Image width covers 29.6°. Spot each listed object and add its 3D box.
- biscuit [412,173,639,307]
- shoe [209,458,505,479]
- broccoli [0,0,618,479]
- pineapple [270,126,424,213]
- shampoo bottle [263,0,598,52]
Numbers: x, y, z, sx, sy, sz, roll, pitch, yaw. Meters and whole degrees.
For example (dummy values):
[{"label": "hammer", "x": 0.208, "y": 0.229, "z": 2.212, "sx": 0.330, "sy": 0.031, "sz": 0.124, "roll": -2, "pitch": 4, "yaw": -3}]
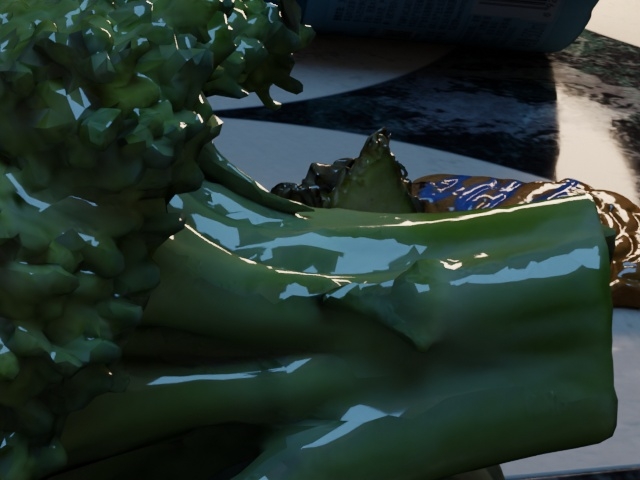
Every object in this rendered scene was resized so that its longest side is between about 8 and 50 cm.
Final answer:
[{"label": "biscuit", "x": 0.190, "y": 0.000, "z": 0.893, "sx": 0.280, "sy": 0.043, "sz": 0.183, "roll": 14, "pitch": 32, "yaw": 19}, {"label": "shoe", "x": -0.007, "y": 0.108, "z": 0.571, "sx": 0.251, "sy": 0.103, "sz": 0.100, "roll": 18, "pitch": -1, "yaw": 40}, {"label": "broccoli", "x": -0.062, "y": 0.034, "z": 0.413, "sx": 0.301, "sy": 0.249, "sz": 0.375, "roll": -21, "pitch": 49, "yaw": 21}, {"label": "pineapple", "x": -0.006, "y": 0.000, "z": 0.720, "sx": 0.249, "sy": 0.164, "sz": 0.140, "roll": 1, "pitch": 21, "yaw": -5}, {"label": "shampoo bottle", "x": 0.106, "y": -0.366, "z": 1.232, "sx": 0.342, "sy": 0.331, "sz": 0.331, "roll": 6, "pitch": 28, "yaw": -6}]
